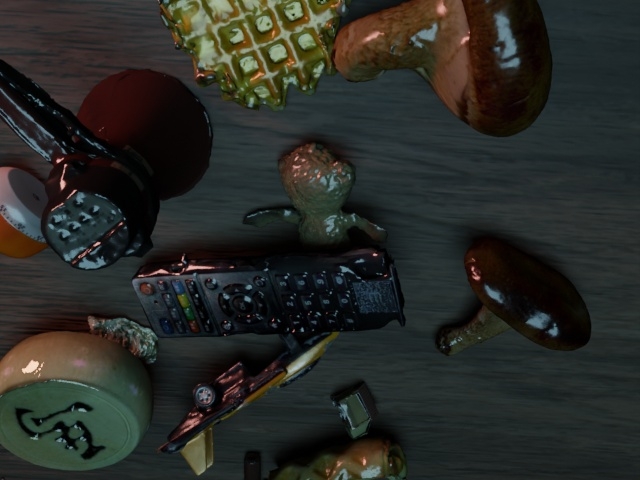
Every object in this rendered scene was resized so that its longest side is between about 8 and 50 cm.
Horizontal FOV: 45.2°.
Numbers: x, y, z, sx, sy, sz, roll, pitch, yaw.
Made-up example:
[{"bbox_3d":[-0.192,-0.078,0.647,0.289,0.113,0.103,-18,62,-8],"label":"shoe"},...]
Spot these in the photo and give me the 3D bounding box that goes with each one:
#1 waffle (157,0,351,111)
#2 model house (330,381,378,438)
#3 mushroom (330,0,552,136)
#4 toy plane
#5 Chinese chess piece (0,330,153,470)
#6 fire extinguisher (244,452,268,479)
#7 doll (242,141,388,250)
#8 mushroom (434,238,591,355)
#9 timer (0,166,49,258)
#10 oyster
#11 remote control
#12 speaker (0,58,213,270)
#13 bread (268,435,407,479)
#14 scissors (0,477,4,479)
[{"bbox_3d":[-0.092,-0.301,0.983,0.280,0.060,0.262,18,112,-13],"label":"waffle"},{"bbox_3d":[0.062,0.283,1.270,0.058,0.057,0.083,-28,94,-16],"label":"model house"},{"bbox_3d":[0.172,-0.236,0.914,0.267,0.267,0.254,39,101,-17],"label":"mushroom"},{"bbox_3d":[-0.109,0.223,1.204,0.316,0.204,0.103,-44,82,-1],"label":"toy plane"},{"bbox_3d":[-0.385,0.252,1.188,0.250,0.101,0.250,-2,130,-2],"label":"Chinese chess piece"},{"bbox_3d":[-0.111,0.448,1.355,0.049,0.035,0.173,-17,121,-35],"label":"fire extinguisher"},{"bbox_3d":[0.014,0.001,1.114,0.202,0.091,0.286,-17,107,43],"label":"doll"},{"bbox_3d":[0.270,0.120,1.168,0.227,0.148,0.217,34,129,-5],"label":"mushroom"},{"bbox_3d":[-0.442,-0.032,1.089,0.136,0.099,0.136,5,113,12],"label":"timer"},{"bbox_3d":[-0.309,0.159,1.209,0.100,0.037,0.098,-4,116,1],"label":"oyster"},{"bbox_3d":[-0.079,0.071,1.108,0.398,0.062,0.145,-4,122,19],"label":"remote control"},{"bbox_3d":[-0.260,-0.123,0.933,0.198,0.329,0.259,-13,108,5],"label":"speaker"},{"bbox_3d":[0.030,0.383,1.291,0.232,0.088,0.128,-14,156,12],"label":"bread"},{"bbox_3d":[-0.500,0.521,1.390,0.247,0.017,0.144,42,108,-17],"label":"scissors"}]
